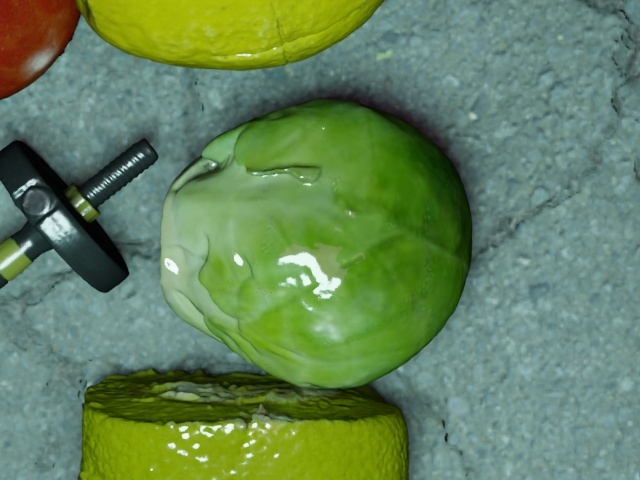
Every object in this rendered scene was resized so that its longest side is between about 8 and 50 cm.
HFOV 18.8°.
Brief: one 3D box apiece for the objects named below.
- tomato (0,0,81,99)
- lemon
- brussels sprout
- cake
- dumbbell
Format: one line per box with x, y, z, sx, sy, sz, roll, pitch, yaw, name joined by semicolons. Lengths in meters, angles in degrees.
-0.298;-0.229;1.533;0.233;0.139;0.200;37;84;-1;tomato
-0.071;-0.266;1.471;0.297;0.297;0.297;0;91;-1;lemon
0.000;0.000;1.513;0.244;0.244;0.244;0;91;-1;brussels sprout
-0.060;0.183;1.517;0.260;0.179;0.156;0;101;0;cake
-0.262;0.026;1.535;0.325;0.143;0.143;-39;91;0;dumbbell
